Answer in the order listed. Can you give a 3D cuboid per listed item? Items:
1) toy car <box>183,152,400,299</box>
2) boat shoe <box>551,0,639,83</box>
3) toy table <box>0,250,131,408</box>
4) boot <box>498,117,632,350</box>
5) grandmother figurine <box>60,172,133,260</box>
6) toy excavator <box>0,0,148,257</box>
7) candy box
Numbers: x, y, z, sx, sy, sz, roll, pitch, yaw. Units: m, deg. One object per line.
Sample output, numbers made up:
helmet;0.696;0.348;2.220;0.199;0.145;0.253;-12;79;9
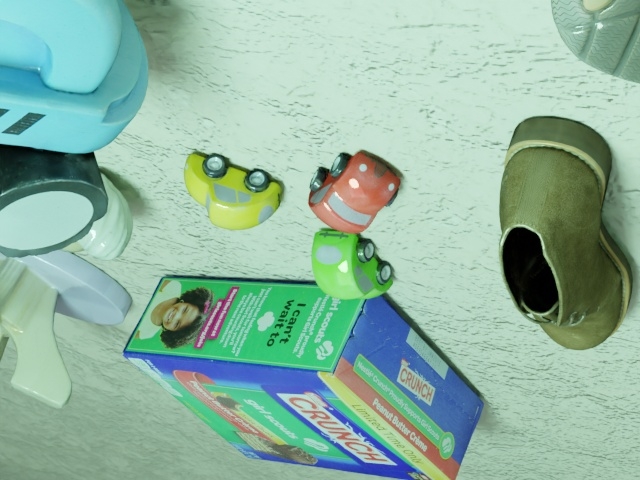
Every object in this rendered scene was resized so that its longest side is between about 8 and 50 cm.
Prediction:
toy car;0.000;0.000;1.245;0.239;0.053;0.225;3;148;36
boat shoe;0.265;-0.136;0.693;0.324;0.116;0.123;13;144;-25
toy table;-0.394;0.087;1.623;0.274;0.161;0.252;19;155;10
boot;0.189;0.032;1.083;0.112;0.115;0.305;10;153;22
grandmother figurine;-0.358;-0.055;1.337;0.342;0.104;0.208;17;-160;-5
toy excavator;-0.255;-0.211;0.827;0.433;0.222;0.445;6;142;-42
candy box;-0.018;0.160;1.495;0.317;0.122;0.268;-1;146;39
